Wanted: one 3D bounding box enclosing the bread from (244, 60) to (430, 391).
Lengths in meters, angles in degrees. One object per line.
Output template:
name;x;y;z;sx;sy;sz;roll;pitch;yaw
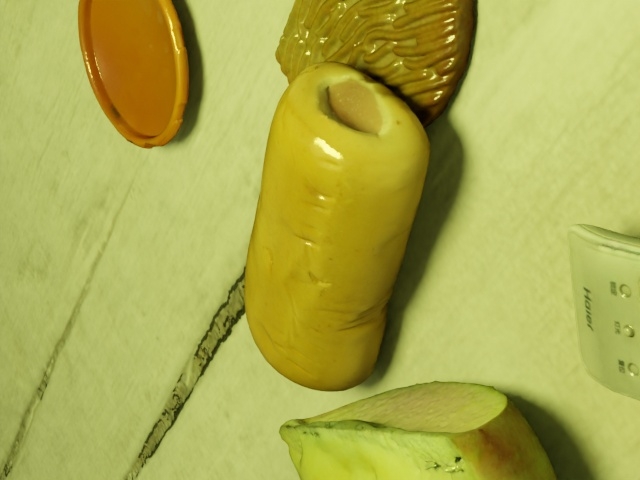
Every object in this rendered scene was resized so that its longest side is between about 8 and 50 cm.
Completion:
bread;0.000;0.000;1.111;0.142;0.091;0.305;41;144;24

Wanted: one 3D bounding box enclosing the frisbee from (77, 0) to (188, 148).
frisbee;-0.173;-0.184;1.352;0.192;0.035;0.192;29;129;45

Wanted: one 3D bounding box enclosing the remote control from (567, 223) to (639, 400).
remote control;0.272;0.064;0.809;0.313;0.055;0.109;17;125;46

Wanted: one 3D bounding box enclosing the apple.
apple;0.101;0.200;1.065;0.265;0.120;0.193;-10;110;60

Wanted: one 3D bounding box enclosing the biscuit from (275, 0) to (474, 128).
biscuit;0.037;-0.158;1.061;0.176;0.031;0.228;59;145;16
